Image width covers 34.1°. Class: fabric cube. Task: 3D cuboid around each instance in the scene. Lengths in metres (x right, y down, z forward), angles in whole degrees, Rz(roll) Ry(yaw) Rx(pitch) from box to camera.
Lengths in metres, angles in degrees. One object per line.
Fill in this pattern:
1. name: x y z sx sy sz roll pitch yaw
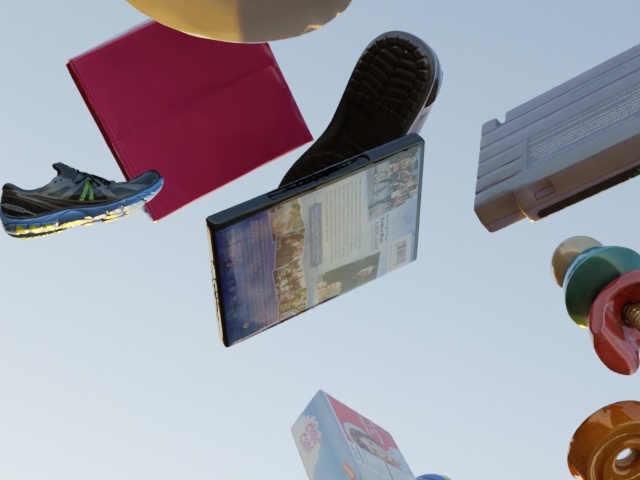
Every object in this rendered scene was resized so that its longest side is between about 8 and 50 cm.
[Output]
1. fabric cube: -0.201 -0.205 1.538 0.259 0.258 0.254 64 -11 -14

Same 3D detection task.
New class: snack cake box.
1. snack cake box: 0.059 0.347 1.555 0.152 0.089 0.264 33 9 -21

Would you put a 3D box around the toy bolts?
1. toy bolts: 0.288 0.105 1.013 0.228 0.218 0.158 51 4 -28

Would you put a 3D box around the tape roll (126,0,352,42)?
1. tape roll: -0.065 -0.242 0.744 0.219 0.072 0.219 7 -32 4

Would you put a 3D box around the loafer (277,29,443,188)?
1. loafer: 0.063 -0.107 1.381 0.134 0.130 0.366 42 -61 15

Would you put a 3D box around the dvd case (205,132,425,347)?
1. dvd case: 0.000 0.000 1.104 0.022 0.253 0.180 48 -28 39

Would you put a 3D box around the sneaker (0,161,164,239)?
1. sneaker: -0.265 -0.056 1.168 0.067 0.188 0.078 145 -70 -67

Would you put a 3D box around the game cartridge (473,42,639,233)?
1. game cartridge: 0.358 -0.148 1.290 0.355 0.230 0.068 -26 -60 28

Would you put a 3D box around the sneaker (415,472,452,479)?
1. sneaker: 0.218 0.437 1.672 0.209 0.082 0.069 23 -79 50
